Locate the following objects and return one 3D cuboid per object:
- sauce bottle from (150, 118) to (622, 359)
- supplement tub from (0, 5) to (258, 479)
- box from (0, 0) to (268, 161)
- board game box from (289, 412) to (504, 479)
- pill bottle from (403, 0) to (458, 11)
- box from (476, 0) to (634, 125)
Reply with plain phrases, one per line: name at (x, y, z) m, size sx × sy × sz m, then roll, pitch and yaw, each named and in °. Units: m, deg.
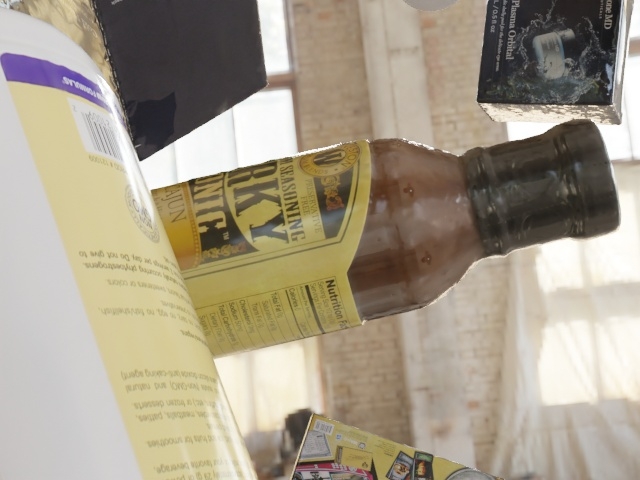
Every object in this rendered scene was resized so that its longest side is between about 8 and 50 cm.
sauce bottle at (0.000, 0.000, 0.708) m, size 0.344 × 0.111 × 0.111 m, roll -14°, pitch -7°, yaw 3°
supplement tub at (-0.151, 0.099, 0.479) m, size 0.241 × 0.331 × 0.241 m, roll -20°, pitch -18°, yaw -7°
box at (-0.231, -0.317, 1.217) m, size 0.179 × 0.343 × 0.312 m, roll -33°, pitch -30°, yaw -19°
board game box at (0.078, 0.324, 1.416) m, size 0.243 × 0.165 × 0.042 m, roll 20°, pitch -17°, yaw 1°
pill bottle at (0.110, -0.328, 1.290) m, size 0.112 × 0.112 × 0.187 m, roll -6°, pitch 37°, yaw 1°
box at (0.272, -0.221, 1.377) m, size 0.158 × 0.156 × 0.093 m, roll 4°, pitch -8°, yaw 22°
